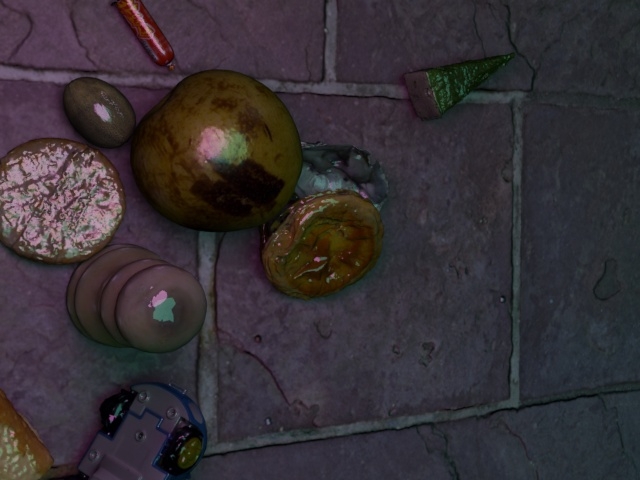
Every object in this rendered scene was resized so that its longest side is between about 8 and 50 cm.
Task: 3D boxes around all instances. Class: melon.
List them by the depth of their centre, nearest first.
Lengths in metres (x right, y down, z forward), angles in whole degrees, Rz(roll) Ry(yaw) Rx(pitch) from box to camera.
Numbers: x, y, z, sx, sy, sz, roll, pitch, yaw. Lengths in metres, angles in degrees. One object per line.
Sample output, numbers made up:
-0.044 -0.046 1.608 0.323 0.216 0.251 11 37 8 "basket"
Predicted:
-0.360 -0.209 1.405 0.098 0.098 0.130 -48 111 -16 "melon"

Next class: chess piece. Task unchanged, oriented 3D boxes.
-0.274 0.097 1.337 0.182 0.330 0.182 -1 92 -26 "chess piece"

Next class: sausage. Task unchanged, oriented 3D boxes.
-0.293 -0.350 1.462 0.050 0.048 0.145 -38 111 -14 "sausage"

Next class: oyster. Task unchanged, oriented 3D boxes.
0.003 -0.114 1.602 0.252 0.087 0.199 -9 122 -6 "oyster"

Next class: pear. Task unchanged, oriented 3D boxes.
-0.166 -0.138 1.417 0.284 0.284 0.283 -2 94 -27 "pear"

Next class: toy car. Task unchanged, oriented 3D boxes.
-0.297 0.390 1.435 0.314 0.198 0.166 -62 148 -14 "toy car"

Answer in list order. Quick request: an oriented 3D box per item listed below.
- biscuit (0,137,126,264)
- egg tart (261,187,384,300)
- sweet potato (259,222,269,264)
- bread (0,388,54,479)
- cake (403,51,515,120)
-0.428 -0.065 1.403 0.220 0.033 0.219 1 87 -18 "biscuit"
0.000 0.000 1.576 0.241 0.106 0.241 -13 131 -16 "egg tart"
-0.102 0.006 1.591 0.026 0.026 0.115 -6 91 -26 "sweet potato"
-0.595 0.256 1.276 0.237 0.165 0.375 -36 109 -18 "bread"
0.276 -0.342 1.718 0.235 0.100 0.099 -37 109 -20 "cake"
